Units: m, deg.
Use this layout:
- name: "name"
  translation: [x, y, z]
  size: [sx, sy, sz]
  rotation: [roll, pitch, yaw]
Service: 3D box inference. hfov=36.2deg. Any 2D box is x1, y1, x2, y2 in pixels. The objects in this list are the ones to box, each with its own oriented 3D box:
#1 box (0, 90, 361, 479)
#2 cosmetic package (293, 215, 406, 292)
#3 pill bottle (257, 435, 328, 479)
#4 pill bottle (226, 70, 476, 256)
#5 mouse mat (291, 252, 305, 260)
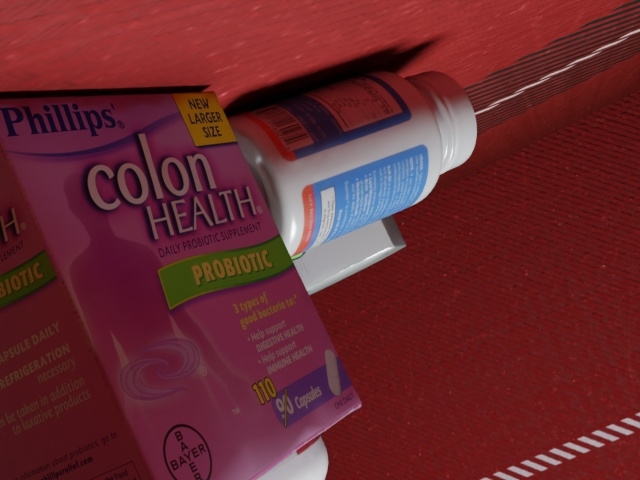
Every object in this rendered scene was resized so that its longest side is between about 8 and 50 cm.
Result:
- name: "box"
  translation: [-0.114, 0.042, 0.600]
  size: [0.117, 0.243, 0.213]
  rotation: [-29, 174, 29]
- name: "cosmetic package"
  translation: [0.000, 0.000, 1.522]
  size: [0.225, 0.138, 0.224]
  rotation: [-28, 176, 9]
- name: "pill bottle"
  translation: [-0.134, 0.173, 0.969]
  size: [0.229, 0.407, 0.229]
  rotation: [-26, 176, -2]
- name: "pill bottle"
  translation: [0.024, -0.072, 0.829]
  size: [0.221, 0.124, 0.124]
  rotation: [-22, 174, -32]
- name: "mouse mat"
  translation: [-0.071, -0.018, 1.117]
  size: [0.153, 0.007, 0.189]
  rotation: [-17, 148, -23]
